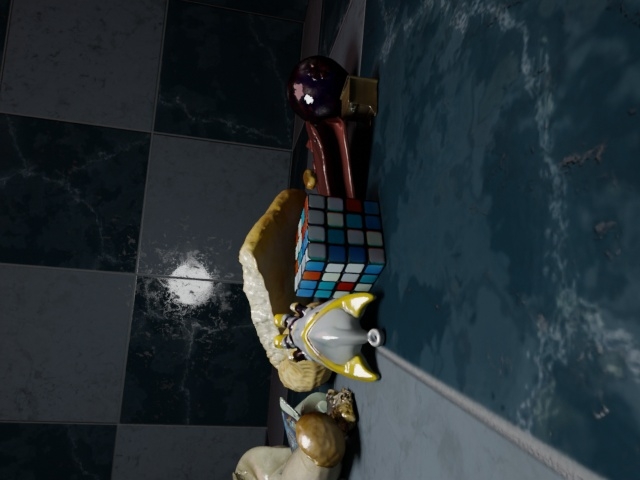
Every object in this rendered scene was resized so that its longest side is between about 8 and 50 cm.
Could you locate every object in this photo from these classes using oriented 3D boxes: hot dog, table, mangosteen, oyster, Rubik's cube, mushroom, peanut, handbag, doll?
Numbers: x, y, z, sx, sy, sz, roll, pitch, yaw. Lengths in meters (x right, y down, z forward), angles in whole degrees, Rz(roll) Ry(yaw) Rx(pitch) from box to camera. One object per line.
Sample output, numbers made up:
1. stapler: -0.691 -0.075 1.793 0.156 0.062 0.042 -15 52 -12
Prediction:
1. hot dog: -0.038 -0.257 1.737 0.216 0.047 0.066 -112 43 -71
2. table: 0.086 -0.308 0.946 0.083 0.070 0.082 120 153 -70
3. mangosteen: 0.004 -0.410 1.201 0.230 0.194 0.194 62 -152 -67
4. oyster: 0.040 0.366 0.896 0.148 0.051 0.103 131 138 -57
5. Rubik's cube: 0.032 0.017 0.845 0.154 0.150 0.155 108 165 -56
6. mushroom: -0.017 0.489 0.903 0.128 0.128 0.350 -96 11 -49
7. peanut: -0.031 0.283 1.063 0.140 0.153 0.325 -92 18 -47
8. handbag: 0.025 -0.173 1.043 0.275 0.084 0.260 -113 11 -71
9. doll: 0.006 0.183 0.842 0.316 0.103 0.146 -13 51 53

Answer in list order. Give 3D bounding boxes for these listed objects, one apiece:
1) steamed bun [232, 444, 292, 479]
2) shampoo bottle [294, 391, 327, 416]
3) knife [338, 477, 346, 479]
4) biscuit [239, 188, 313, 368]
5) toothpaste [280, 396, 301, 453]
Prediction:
1. steamed bun: -0.165 0.802 1.260 0.368 0.254 0.343 -96 12 -56
2. shampoo bottle: -0.017 0.446 1.081 0.262 0.085 0.085 112 161 -59
3. knife: 0.041 0.571 0.847 0.044 0.023 0.162 -179 95 -83
4. biscuit: -0.099 0.068 1.205 0.430 0.103 0.446 74 -152 -43
5. toothpaste: -0.047 0.522 1.063 0.098 0.061 0.392 33 146 34
